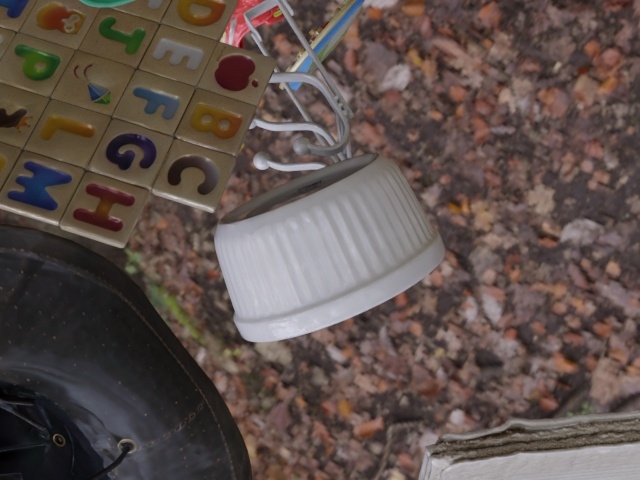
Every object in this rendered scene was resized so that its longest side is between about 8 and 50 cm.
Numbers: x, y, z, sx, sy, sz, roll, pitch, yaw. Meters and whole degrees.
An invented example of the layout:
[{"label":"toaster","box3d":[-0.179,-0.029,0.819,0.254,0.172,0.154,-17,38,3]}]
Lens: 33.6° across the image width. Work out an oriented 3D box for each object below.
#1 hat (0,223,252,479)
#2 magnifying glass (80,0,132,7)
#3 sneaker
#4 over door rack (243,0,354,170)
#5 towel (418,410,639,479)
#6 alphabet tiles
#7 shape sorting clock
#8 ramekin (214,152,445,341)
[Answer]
[{"label":"hat","box3d":[-0.201,0.132,0.528,0.134,0.331,0.331,30,148,53]},{"label":"magnifying glass","box3d":[-0.069,-0.222,0.699,0.026,0.231,0.092,49,156,17]},{"label":"sneaker","box3d":[-0.101,-0.433,1.827,0.118,0.107,0.279,33,116,-13]},{"label":"over door rack","box3d":[-0.050,-0.183,1.159,0.239,0.108,0.324,81,171,-70]},{"label":"towel","box3d":[0.250,0.254,1.206,0.282,0.049,0.187,-4,148,-5]},{"label":"alphabet tiles","box3d":[-0.226,-0.145,0.938,0.343,0.285,0.011,18,150,4]},{"label":"shape sorting clock","box3d":[0.000,-0.324,1.704,0.040,0.206,0.206,39,139,0]},{"label":"ramekin","box3d":[0.000,0.000,0.980,0.207,0.207,0.109,-15,103,41]}]
